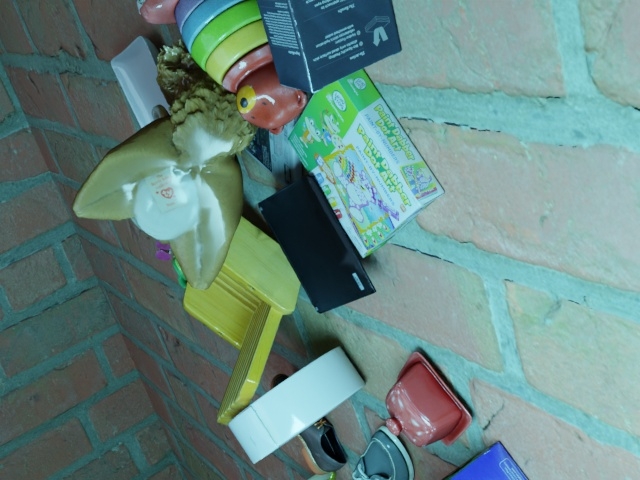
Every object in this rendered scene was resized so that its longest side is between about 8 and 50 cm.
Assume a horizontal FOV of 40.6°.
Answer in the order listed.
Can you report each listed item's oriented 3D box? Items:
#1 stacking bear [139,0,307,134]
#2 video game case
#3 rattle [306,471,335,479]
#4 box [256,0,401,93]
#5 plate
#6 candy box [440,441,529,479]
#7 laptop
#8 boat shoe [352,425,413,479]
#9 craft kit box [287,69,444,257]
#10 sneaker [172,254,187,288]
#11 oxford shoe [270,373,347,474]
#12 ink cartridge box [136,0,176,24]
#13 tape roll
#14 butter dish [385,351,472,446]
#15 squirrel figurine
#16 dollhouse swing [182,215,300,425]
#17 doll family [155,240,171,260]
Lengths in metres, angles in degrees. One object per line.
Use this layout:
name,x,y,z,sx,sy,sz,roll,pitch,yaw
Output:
stacking bear,-0.130,-0.310,1.403,0.175,0.164,0.289,-39,81,39
video game case,-0.092,-0.200,1.616,0.173,0.022,0.190,43,150,33
rattle,-0.027,0.676,2.191,0.143,0.199,0.130,58,155,5
box,0.009,-0.302,1.157,0.093,0.156,0.158,25,138,52
plate,-0.374,-0.319,1.993,0.278,0.045,0.277,-4,114,62
candy box,0.239,0.531,1.402,0.268,0.317,0.122,54,154,16
laptop,0.000,0.000,1.596,0.234,0.136,0.264,62,-169,-3
boat shoe,0.123,0.516,1.864,0.116,0.099,0.319,45,151,31
craft kit box,0.062,-0.122,1.371,0.250,0.061,0.246,57,152,8
sneaker,-0.296,0.044,2.131,0.109,0.123,0.295,52,153,20
oxford shoe,-0.022,0.434,2.089,0.098,0.097,0.271,-28,95,45
ink cartridge box,-0.341,-0.482,1.778,0.115,0.029,0.063,38,146,41
tape roll,-0.048,0.338,1.780,0.100,0.286,0.286,55,155,9
butter dish,0.168,0.304,1.536,0.160,0.118,0.160,52,153,20
squirrel figurine,-0.239,-0.176,1.626,0.281,0.397,0.370,27,-160,-9
dollhouse swing,-0.224,0.170,1.863,0.315,0.305,0.347,36,152,-1
doll family,-0.311,-0.084,1.972,0.163,0.118,0.263,-94,10,-57
